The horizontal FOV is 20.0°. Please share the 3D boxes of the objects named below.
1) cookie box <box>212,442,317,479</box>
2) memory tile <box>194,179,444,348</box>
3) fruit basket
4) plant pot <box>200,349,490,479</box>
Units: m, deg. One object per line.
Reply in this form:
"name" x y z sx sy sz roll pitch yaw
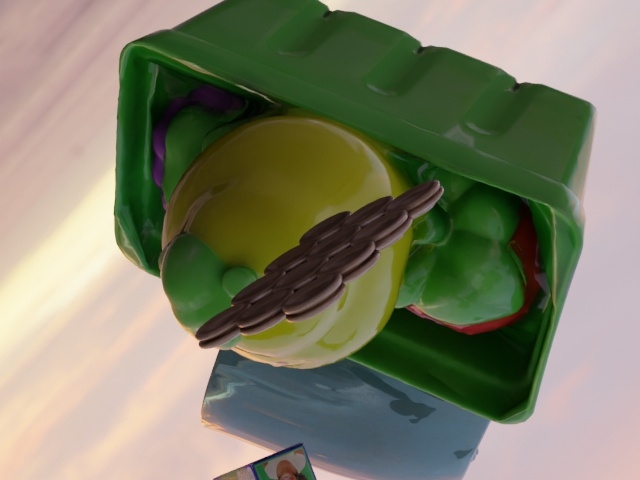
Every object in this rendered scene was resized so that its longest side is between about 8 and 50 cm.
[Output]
"cookie box" -0.021 0.188 1.137 0.040 0.107 0.092 -20 174 -22
"memory tile" 0.000 0.014 1.030 0.113 0.012 0.148 -19 -163 43
"fruit basket" 0.000 0.000 1.320 0.392 0.392 0.283 -54 161 -40
"plant pot" 0.062 0.090 1.644 0.293 0.235 0.293 -62 172 -14
